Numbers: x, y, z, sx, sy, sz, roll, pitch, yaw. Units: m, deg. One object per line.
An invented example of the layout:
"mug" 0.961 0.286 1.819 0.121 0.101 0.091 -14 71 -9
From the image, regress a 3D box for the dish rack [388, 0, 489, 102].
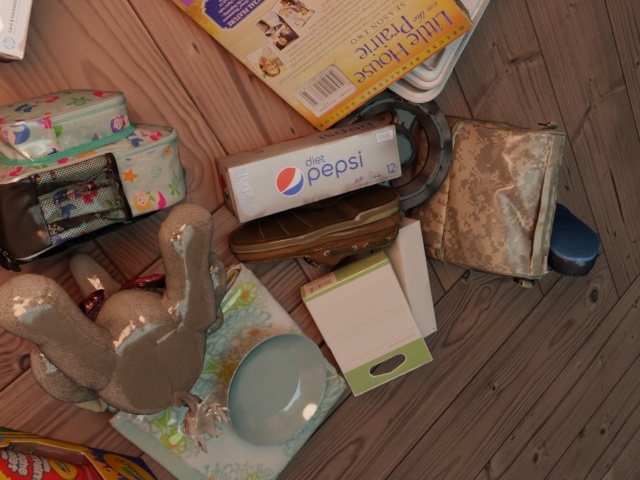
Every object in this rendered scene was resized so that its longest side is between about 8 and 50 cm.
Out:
"dish rack" 0.156 -0.434 1.087 0.286 0.072 0.332 29 87 -13

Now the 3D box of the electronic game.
"electronic game" 0.128 -0.165 1.174 0.229 0.048 0.229 -2 102 -8

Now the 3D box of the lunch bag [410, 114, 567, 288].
"lunch bag" 0.332 -0.082 1.251 0.213 0.256 0.305 0 102 -35

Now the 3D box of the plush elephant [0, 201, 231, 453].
"plush elephant" -0.262 0.113 0.883 0.272 0.255 0.330 -35 119 -26

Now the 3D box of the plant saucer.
"plant saucer" -0.077 0.241 1.075 0.195 0.037 0.194 -10 106 -36

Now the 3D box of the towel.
"towel" -0.144 0.263 1.105 0.320 0.090 0.374 -46 123 -16

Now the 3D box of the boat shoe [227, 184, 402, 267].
"boat shoe" 0.000 0.000 1.106 0.307 0.110 0.104 -14 122 -12

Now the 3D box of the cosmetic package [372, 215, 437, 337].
"cosmetic package" 0.158 0.070 1.264 0.060 0.099 0.239 -25 114 -29

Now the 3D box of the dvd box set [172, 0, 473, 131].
"dvd box set" -0.022 -0.370 0.930 0.420 0.308 0.062 35 38 -35

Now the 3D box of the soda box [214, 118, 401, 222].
"soda box" -0.018 -0.119 1.057 0.286 0.098 0.091 -17 111 -16

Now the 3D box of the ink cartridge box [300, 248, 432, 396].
"ink cartridge box" 0.088 0.155 1.208 0.171 0.056 0.235 -26 113 2

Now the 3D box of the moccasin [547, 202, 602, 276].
"moccasin" 0.508 0.014 1.376 0.342 0.138 0.116 -59 159 -67

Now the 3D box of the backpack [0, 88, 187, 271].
"backpack" -0.306 -0.092 0.821 0.254 0.225 0.191 -19 113 -40

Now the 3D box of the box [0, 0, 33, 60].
"box" -0.367 -0.309 0.772 0.038 0.145 0.186 8 97 -34

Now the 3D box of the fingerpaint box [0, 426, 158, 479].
"fingerpaint box" -0.328 0.392 0.785 0.371 0.445 0.163 30 83 -36
